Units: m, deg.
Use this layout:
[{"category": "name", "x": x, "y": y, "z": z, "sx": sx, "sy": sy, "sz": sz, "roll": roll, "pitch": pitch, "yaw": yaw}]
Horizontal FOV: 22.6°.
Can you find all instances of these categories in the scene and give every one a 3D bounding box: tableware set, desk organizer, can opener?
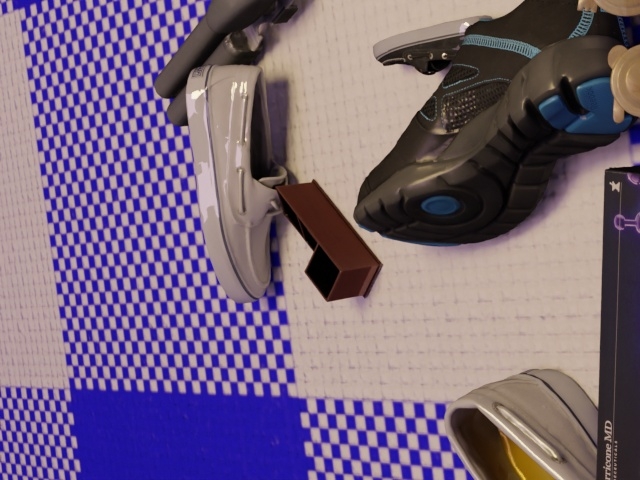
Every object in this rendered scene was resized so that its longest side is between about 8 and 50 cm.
[{"category": "tableware set", "x": 0.273, "y": -0.163, "z": 1.171, "sx": 0.169, "sy": 0.020, "sz": 0.141, "roll": -5, "pitch": 89, "yaw": 14}, {"category": "desk organizer", "x": 0.000, "y": 0.000, "z": 1.596, "sx": 0.130, "sy": 0.050, "sz": 0.047, "roll": 52, "pitch": 134, "yaw": 33}, {"category": "can opener", "x": -0.107, "y": -0.213, "z": 1.668, "sx": 0.280, "sy": 0.093, "sz": 0.074, "roll": -45, "pitch": 63, "yaw": 52}]

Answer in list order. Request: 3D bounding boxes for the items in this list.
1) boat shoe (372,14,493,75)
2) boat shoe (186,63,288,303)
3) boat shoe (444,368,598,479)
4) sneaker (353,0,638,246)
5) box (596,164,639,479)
[{"category": "boat shoe", "x": 0.100, "y": -0.170, "z": 1.437, "sx": 0.142, "sy": 0.049, "sz": 0.040, "roll": -8, "pitch": 91, "yaw": 50}, {"category": "boat shoe", "x": -0.075, "y": -0.055, "z": 1.651, "sx": 0.084, "sy": 0.095, "sz": 0.258, "roll": -3, "pitch": 114, "yaw": 19}, {"category": "boat shoe", "x": 0.213, "y": 0.260, "z": 1.286, "sx": 0.367, "sy": 0.156, "sz": 0.136, "roll": 58, "pitch": 137, "yaw": 28}, {"category": "sneaker", "x": 0.146, "y": -0.102, "z": 1.361, "sx": 0.341, "sy": 0.125, "sz": 0.139, "roll": -36, "pitch": 47, "yaw": 48}, {"category": "box", "x": 0.304, "y": 0.080, "z": 1.183, "sx": 0.184, "sy": 0.103, "sz": 0.261, "roll": 13, "pitch": 107, "yaw": 53}]
